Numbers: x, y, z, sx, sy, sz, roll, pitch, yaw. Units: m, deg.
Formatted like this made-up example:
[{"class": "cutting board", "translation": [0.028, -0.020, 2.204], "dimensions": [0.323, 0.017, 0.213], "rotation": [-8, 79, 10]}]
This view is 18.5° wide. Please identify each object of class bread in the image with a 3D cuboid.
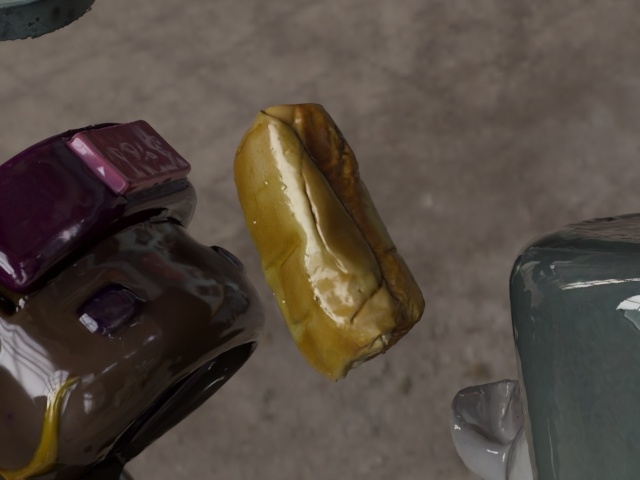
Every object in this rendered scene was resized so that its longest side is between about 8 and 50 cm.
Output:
[{"class": "bread", "translation": [0.000, 0.000, 0.952], "dimensions": [0.053, 0.074, 0.132], "rotation": [-17, 79, -27]}]

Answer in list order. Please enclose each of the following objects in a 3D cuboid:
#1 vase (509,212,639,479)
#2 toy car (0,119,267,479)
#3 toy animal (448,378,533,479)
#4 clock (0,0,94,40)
[{"class": "vase", "translation": [0.147, 0.153, 0.585], "dimensions": [0.173, 0.321, 0.173], "rotation": [-2, 4, 0]}, {"class": "toy car", "translation": [-0.149, 0.121, 1.031], "dimensions": [0.240, 0.340, 0.271], "rotation": [43, 20, 9]}, {"class": "toy animal", "translation": [0.179, 0.091, 1.113], "dimensions": [0.193, 0.127, 0.178], "rotation": [-53, 18, 7]}, {"class": "clock", "translation": [-0.125, -0.105, 0.753], "dimensions": [0.085, 0.017, 0.085], "rotation": [2, 41, -1]}]
